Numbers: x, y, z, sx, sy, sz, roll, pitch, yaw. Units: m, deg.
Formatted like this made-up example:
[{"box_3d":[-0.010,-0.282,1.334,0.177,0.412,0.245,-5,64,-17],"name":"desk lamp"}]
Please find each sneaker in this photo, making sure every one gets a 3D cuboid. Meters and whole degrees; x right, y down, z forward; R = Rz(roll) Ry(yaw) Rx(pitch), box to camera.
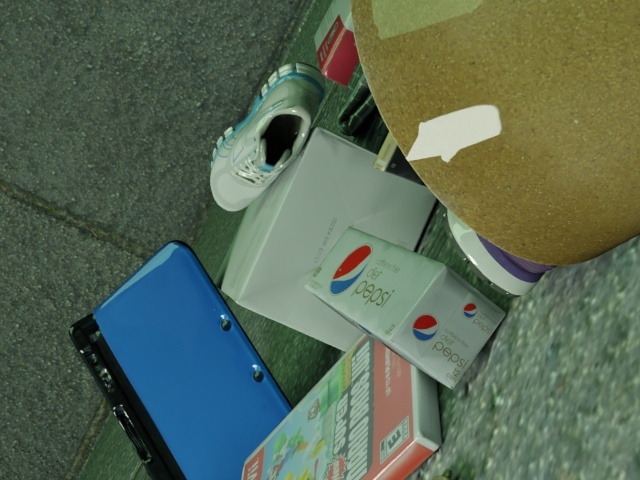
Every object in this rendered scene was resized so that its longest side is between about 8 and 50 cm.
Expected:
[{"box_3d":[0.166,-0.088,0.760,0.124,0.107,0.283,-41,28,32],"name":"sneaker"},{"box_3d":[-0.061,-0.088,1.035,0.191,0.071,0.083,-54,21,38],"name":"sneaker"}]

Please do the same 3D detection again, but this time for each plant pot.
[{"box_3d":[0.186,-0.135,0.494,0.254,0.237,0.237,-25,40,48],"name":"plant pot"}]

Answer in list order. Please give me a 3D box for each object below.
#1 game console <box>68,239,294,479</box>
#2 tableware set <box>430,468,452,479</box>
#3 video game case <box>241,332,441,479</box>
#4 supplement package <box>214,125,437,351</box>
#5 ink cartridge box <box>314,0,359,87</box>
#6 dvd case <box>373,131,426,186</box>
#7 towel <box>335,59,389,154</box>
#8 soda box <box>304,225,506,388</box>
[{"box_3d":[-0.143,0.187,1.197,0.173,0.293,0.250,-31,-16,-8],"name":"game console"},{"box_3d":[0.064,0.240,0.682,0.141,0.020,0.169,-61,11,12],"name":"tableware set"},{"box_3d":[0.006,0.191,0.920,0.285,0.025,0.204,-50,18,27],"name":"video game case"},{"box_3d":[0.000,0.000,1.111,0.194,0.149,0.203,-65,12,-3],"name":"supplement package"},{"box_3d":[0.116,-0.349,1.354,0.306,0.131,0.226,-59,13,20],"name":"ink cartridge box"},{"box_3d":[0.133,-0.152,0.933,0.164,0.018,0.221,11,-74,-63],"name":"dvd case"},{"box_3d":[0.113,-0.223,1.144,0.284,0.121,0.235,-63,11,11],"name":"towel"},{"box_3d":[0.062,0.048,0.855,0.074,0.069,0.216,-53,20,-4],"name":"soda box"}]
